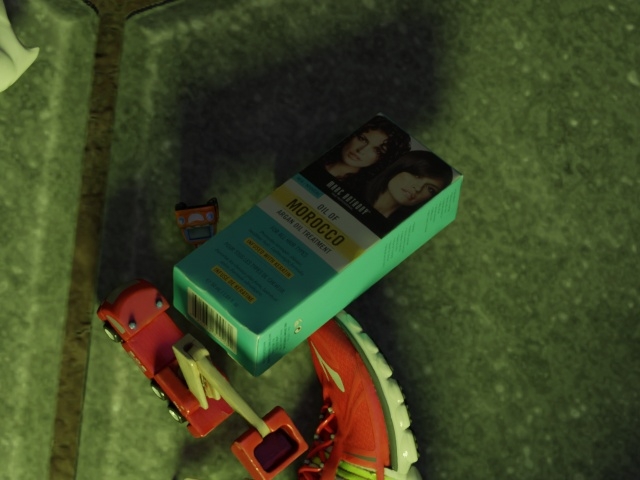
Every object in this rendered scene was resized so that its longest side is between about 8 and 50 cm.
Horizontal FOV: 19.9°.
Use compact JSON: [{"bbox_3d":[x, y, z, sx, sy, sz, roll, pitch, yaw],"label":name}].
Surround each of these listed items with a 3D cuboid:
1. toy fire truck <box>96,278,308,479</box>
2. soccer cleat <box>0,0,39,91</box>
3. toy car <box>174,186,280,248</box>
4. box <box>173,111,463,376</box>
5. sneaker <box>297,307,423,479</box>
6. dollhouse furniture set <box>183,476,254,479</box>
[{"bbox_3d":[-0.099,0.109,1.460,0.047,0.135,0.192,-39,93,-18],"label":"toy fire truck"},{"bbox_3d":[-0.311,-0.207,1.492,0.076,0.068,0.196,-39,94,-33],"label":"soccer cleat"},{"bbox_3d":[-0.066,-0.019,1.532,0.122,0.060,0.040,-8,94,-16],"label":"toy car"},{"bbox_3d":[0.000,0.000,1.506,0.100,0.060,0.244,39,59,23],"label":"box"},{"bbox_3d":[0.021,0.190,1.503,0.118,0.107,0.279,-14,83,-9],"label":"sneaker"},{"bbox_3d":[-0.087,0.248,1.477,0.081,0.091,0.114,7,82,0],"label":"dollhouse furniture set"}]
